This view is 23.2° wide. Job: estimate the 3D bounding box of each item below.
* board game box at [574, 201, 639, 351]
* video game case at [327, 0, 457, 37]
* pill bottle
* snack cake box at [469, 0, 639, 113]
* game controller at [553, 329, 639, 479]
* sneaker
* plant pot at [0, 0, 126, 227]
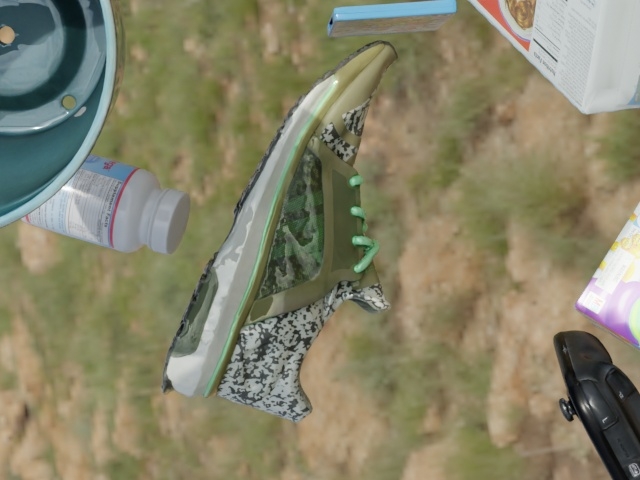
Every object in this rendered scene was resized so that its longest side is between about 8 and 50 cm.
[{"bbox_3d":[0.435,0.093,1.677,0.275,0.144,0.142,32,-179,22],"label":"board game box"},{"bbox_3d":[0.069,-0.224,1.583,0.166,0.119,0.015,-136,42,-87],"label":"video game case"},{"bbox_3d":[-0.217,-0.038,1.574,0.087,0.160,0.087,16,-90,-81],"label":"pill bottle"},{"bbox_3d":[0.218,-0.237,1.359,0.264,0.089,0.152,-121,29,-52],"label":"snack cake box"},{"bbox_3d":[0.285,0.225,1.347,0.319,0.067,0.166,61,-178,-14],"label":"game controller"},{"bbox_3d":[0.000,0.000,1.559,0.410,0.182,0.158,-63,5,0],"label":"sneaker"},{"bbox_3d":[-0.269,-0.152,1.210,0.255,0.271,0.272,-71,-24,-81],"label":"plant pot"}]
